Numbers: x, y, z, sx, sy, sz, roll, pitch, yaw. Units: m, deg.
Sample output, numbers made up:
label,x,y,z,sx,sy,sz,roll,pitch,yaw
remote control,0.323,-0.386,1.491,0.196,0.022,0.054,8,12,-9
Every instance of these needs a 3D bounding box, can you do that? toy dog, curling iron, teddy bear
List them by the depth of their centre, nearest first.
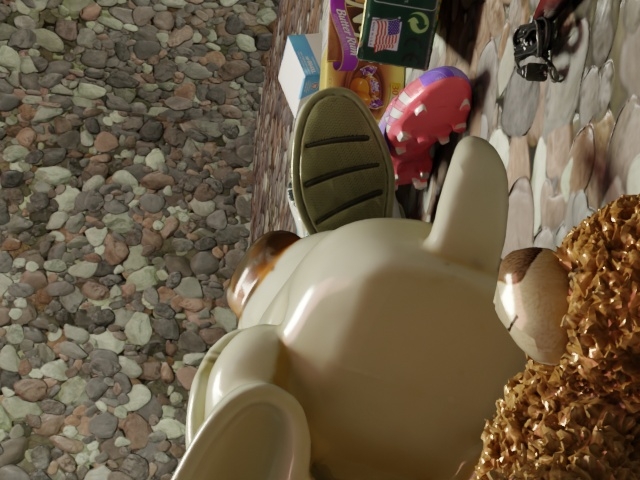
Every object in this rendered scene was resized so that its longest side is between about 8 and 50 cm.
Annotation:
label,x,y,z,sx,sy,sz,roll,pitch,yaw
teddy bear,0.120,0.131,0.582,0.245,0.113,0.338,-36,-41,-46
curling iron,0.191,-0.193,0.771,0.274,0.035,0.068,114,157,-67
toy dog,0.019,0.101,0.914,0.408,0.284,0.396,-133,50,-82

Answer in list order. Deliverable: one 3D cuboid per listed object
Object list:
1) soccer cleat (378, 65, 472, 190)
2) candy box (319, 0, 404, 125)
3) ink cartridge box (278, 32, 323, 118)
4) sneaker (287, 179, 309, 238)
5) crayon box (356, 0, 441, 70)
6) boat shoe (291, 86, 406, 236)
label,x,y,z,sx,sy,sz,roll,pitch,yaw
soccer cleat,0.100,-0.134,1.174,0.248,0.083,0.095,105,155,-69
candy box,0.057,-0.237,1.471,0.053,0.109,0.187,119,156,-69
ink cartridge box,0.022,-0.254,1.661,0.092,0.143,0.090,106,149,-51
sneaker,0.000,0.000,1.700,0.283,0.110,0.122,-95,11,-55
crayon box,0.100,-0.329,1.235,0.318,0.081,0.202,-80,-1,-67
boat shoe,0.038,-0.016,1.188,0.103,0.113,0.302,-98,-6,-83
